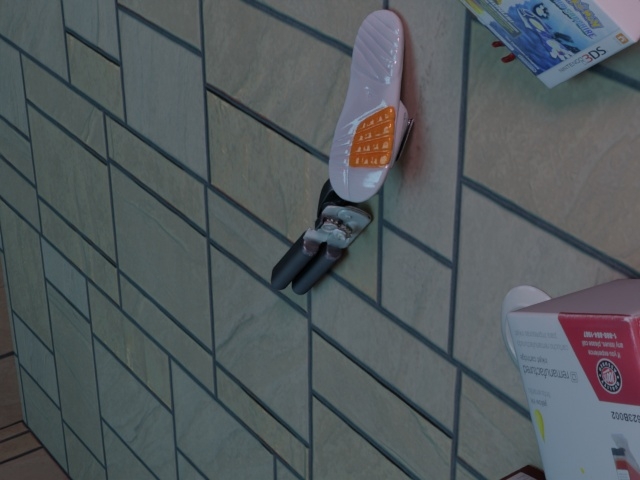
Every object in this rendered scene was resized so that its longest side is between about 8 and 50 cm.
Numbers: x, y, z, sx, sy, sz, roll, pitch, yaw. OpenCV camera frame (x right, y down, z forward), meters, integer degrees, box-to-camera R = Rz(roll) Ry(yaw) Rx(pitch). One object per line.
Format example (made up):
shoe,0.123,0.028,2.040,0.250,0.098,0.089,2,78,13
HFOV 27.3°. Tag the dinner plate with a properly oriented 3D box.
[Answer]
dinner plate,0.277,0.127,1.713,0.141,0.017,0.141,32,131,46

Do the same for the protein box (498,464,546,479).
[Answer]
protein box,0.297,0.438,1.732,0.201,0.136,0.199,22,125,53

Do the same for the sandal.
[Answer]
sandal,0.086,-0.179,1.807,0.102,0.076,0.265,19,102,37

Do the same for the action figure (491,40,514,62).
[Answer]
action figure,0.239,-0.253,1.550,0.038,0.030,0.115,66,148,19

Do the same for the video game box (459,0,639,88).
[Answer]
video game box,0.232,-0.268,1.421,0.205,0.048,0.187,42,158,-7

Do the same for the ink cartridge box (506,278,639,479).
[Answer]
ink cartridge box,0.367,0.244,1.417,0.279,0.160,0.384,173,82,-71

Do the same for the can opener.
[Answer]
can opener,0.000,0.000,2.060,0.280,0.074,0.093,127,153,-53
